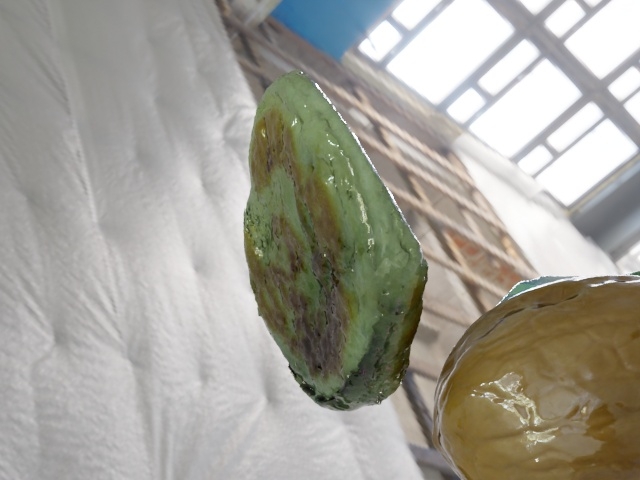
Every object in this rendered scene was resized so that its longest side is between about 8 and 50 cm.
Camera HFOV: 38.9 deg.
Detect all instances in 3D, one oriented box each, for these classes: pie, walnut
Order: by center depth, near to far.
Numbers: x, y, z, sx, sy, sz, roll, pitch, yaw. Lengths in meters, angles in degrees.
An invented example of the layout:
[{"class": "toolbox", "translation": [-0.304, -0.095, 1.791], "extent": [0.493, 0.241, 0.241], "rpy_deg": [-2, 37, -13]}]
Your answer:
[{"class": "walnut", "translation": [0.173, 0.105, 0.594], "extent": [0.167, 0.207, 0.167], "rpy_deg": [-15, -90, -84]}, {"class": "pie", "translation": [0.000, 0.000, 0.624], "extent": [0.054, 0.240, 0.240], "rpy_deg": [-9, -129, -22]}]

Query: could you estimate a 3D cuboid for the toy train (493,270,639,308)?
[{"class": "toy train", "translation": [0.305, 0.122, 1.017], "extent": [0.299, 0.238, 0.167], "rpy_deg": [-24, -68, -63]}]
